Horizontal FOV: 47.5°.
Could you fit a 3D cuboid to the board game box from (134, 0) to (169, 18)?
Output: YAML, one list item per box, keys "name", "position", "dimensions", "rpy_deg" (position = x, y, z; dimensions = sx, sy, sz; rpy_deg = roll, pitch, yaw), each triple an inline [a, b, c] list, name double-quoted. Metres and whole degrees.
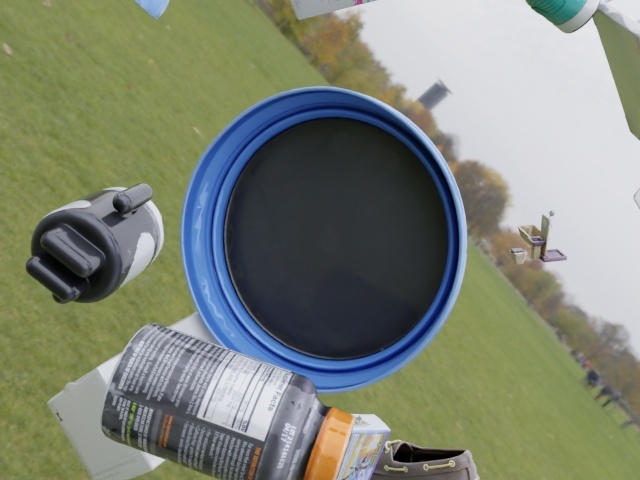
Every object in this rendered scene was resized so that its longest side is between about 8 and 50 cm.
- name: "board game box"
  position: [-0.325, -0.490, 1.333]
  dimensions: [0.033, 0.133, 0.169]
  rpy_deg: [11, -3, 16]

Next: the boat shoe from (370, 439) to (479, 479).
- name: "boat shoe"
  position: [0.175, 0.456, 1.476]
  dimensions: [0.117, 0.324, 0.096]
  rpy_deg: [-10, 93, -44]

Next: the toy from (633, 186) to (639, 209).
- name: "toy"
  position: [0.358, -0.116, 0.669]
  dimensions: [0.137, 0.237, 0.056]
  rpy_deg: [34, 5, -45]

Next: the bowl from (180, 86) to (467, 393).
- name: "bowl"
  position: [0.000, 0.000, 0.953]
  dimensions: [0.391, 0.391, 0.077]
  rpy_deg: [51, 19, 13]

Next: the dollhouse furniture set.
- name: "dollhouse furniture set"
  position: [0.340, -0.023, 1.187]
  dimensions: [0.114, 0.091, 0.081]
  rpy_deg: [-111, -163, -66]

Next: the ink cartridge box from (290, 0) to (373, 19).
- name: "ink cartridge box"
  position: [0.069, -0.424, 1.108]
  dimensions: [0.134, 0.231, 0.078]
  rpy_deg: [-77, 151, -45]

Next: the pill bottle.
- name: "pill bottle"
  position: [-0.091, 0.185, 0.761]
  dimensions: [0.246, 0.130, 0.130]
  rpy_deg: [19, 7, 6]

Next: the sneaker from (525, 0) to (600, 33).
- name: "sneaker"
  position: [0.349, -0.483, 1.186]
  dimensions: [0.178, 0.124, 0.295]
  rpy_deg: [26, 47, -27]

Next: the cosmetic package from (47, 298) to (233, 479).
- name: "cosmetic package"
  position: [-0.184, 0.192, 1.081]
  dimensions: [0.366, 0.197, 0.155]
  rpy_deg: [-30, 88, -43]

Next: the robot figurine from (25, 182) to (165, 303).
- name: "robot figurine"
  position: [-0.385, 0.007, 1.273]
  dimensions: [0.278, 0.209, 0.173]
  rpy_deg: [-52, 130, -68]

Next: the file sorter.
- name: "file sorter"
  position: [0.591, -0.285, 1.187]
  dimensions: [0.277, 0.173, 0.192]
  rpy_deg: [56, 13, -30]

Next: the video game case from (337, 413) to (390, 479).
- name: "video game case"
  position: [-0.023, 0.442, 1.319]
  dimensions: [0.244, 0.269, 0.061]
  rpy_deg: [12, 15, -37]
